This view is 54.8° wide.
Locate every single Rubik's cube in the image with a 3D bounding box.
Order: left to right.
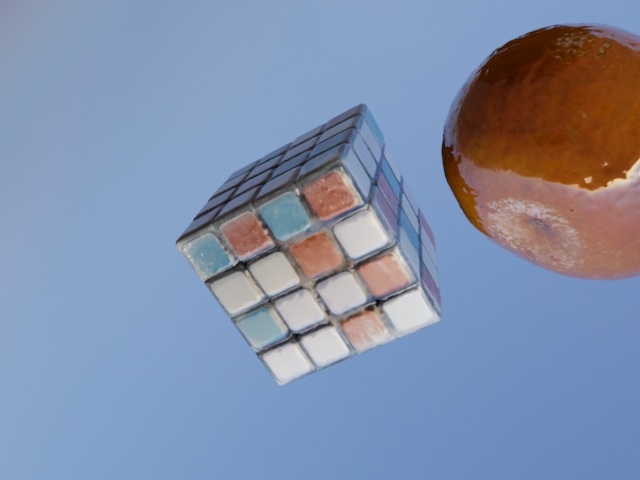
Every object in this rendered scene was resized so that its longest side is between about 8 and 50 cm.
[{"bbox_3d":[0.001,0.000,0.865,0.256,0.253,0.259,-25,-162,20],"label":"Rubik's cube"}]

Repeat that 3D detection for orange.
[{"bbox_3d":[0.209,-0.071,0.495,0.224,0.224,0.170,10,-117,52],"label":"orange"}]
